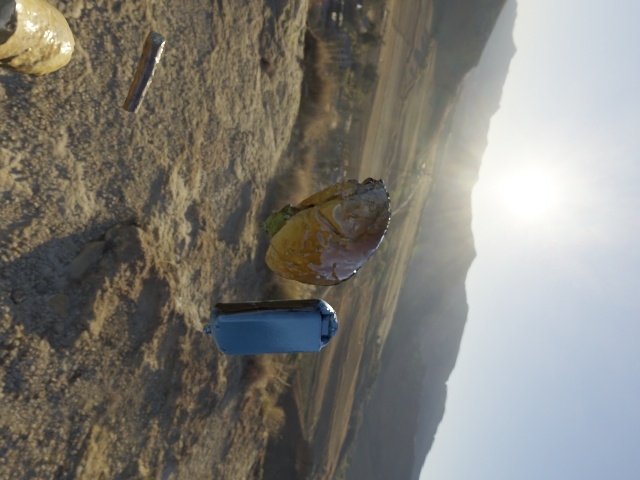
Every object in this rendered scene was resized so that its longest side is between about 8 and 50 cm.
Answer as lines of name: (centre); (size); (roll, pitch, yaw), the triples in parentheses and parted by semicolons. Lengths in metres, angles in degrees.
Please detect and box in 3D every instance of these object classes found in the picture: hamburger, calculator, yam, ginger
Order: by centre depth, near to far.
hamburger: (-0.007, 0.002, 0.460); (0.176, 0.102, 0.087); (-41, -120, 50)
ginger: (-0.458, -0.299, 0.553); (0.127, 0.189, 0.354); (60, 11, -8)
yam: (-0.303, -0.284, 0.731); (0.145, 0.032, 0.032); (-52, 176, 28)
calculator: (-0.107, 0.191, 0.927); (0.173, 0.292, 0.051); (92, -5, -47)
